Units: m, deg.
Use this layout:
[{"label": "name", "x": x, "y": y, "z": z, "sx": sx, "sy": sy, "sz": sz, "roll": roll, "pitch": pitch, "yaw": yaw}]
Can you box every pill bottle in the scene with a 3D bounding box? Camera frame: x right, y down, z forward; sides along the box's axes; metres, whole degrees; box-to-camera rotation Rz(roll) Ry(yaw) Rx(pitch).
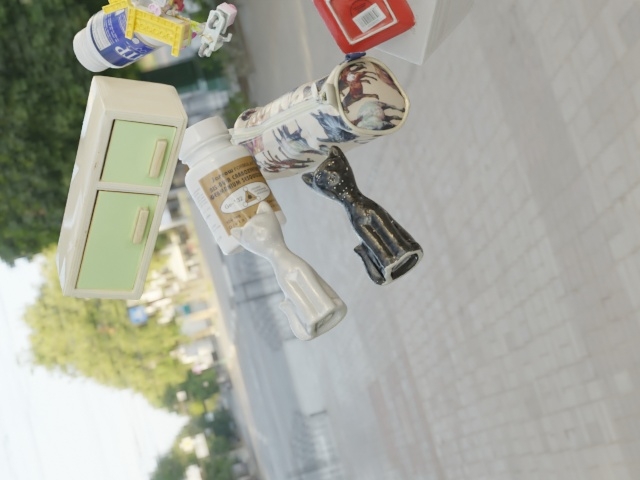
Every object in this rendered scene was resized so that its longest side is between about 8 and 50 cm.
[{"label": "pill bottle", "x": -0.169, "y": -0.101, "z": 2.009, "sx": 0.229, "sy": 0.131, "sz": 0.131, "roll": 61, "pitch": 172, "yaw": 5}, {"label": "pill bottle", "x": -0.364, "y": -0.382, "z": 2.054, "sx": 0.112, "sy": 0.187, "sz": 0.112, "roll": 23, "pitch": -122, "yaw": -44}]

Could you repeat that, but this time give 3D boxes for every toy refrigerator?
[{"label": "toy refrigerator", "x": -0.248, "y": -0.057, "z": 1.369, "sx": 0.094, "sy": 0.102, "sz": 0.269, "roll": -118, "pitch": 40, "yaw": -50}]

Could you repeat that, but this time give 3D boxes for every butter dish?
[{"label": "butter dish", "x": 0.084, "y": -0.461, "z": 2.138, "sx": 0.160, "sy": 0.160, "sz": 0.118, "roll": 57, "pitch": -158, "yaw": -24}]

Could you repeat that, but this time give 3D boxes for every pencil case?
[{"label": "pencil case", "x": -0.019, "y": -0.231, "z": 2.156, "sx": 0.410, "sy": 0.183, "sz": 0.160, "roll": -17, "pitch": 63, "yaw": 54}]

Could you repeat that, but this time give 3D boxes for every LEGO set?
[{"label": "LEGO set", "x": -0.245, "y": -0.374, "z": 1.639, "sx": 0.287, "sy": 0.107, "sz": 0.132, "roll": 43, "pitch": 123, "yaw": 7}]

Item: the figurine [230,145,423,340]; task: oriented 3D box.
[{"label": "figurine", "x": 0.000, "y": 0.000, "z": 1.572, "sx": 0.209, "sy": 0.215, "sz": 0.092, "roll": 54, "pitch": -179, "yaw": 19}]

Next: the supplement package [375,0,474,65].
[{"label": "supplement package", "x": 0.206, "y": -0.526, "z": 2.324, "sx": 0.293, "sy": 0.175, "sz": 0.177, "roll": -49, "pitch": -23, "yaw": -45}]
